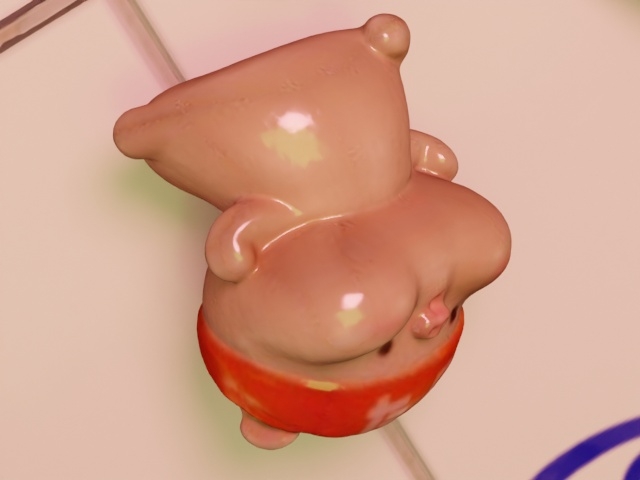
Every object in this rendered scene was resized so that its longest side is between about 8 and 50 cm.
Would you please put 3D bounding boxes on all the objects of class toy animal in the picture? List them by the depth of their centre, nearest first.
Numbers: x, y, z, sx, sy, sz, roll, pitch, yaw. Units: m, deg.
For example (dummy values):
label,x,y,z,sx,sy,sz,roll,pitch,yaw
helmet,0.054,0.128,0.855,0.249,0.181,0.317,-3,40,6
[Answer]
label,x,y,z,sx,sy,sz,roll,pitch,yaw
toy animal,0.000,0.000,0.666,0.171,0.171,0.198,-22,99,-6
